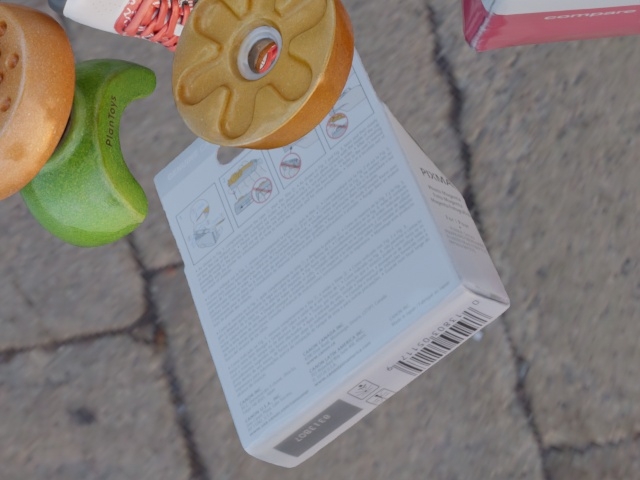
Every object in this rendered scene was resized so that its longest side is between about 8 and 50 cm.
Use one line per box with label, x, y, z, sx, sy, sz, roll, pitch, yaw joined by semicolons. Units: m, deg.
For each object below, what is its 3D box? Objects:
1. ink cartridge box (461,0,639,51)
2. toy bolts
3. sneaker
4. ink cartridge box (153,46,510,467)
ink cartridge box;0.130;-0.234;0.663;0.160;0.385;0.279;-4;87;-1
toy bolts;-0.113;-0.139;0.962;0.218;0.158;0.229;-16;63;33
sneaker;-0.120;-0.202;1.740;0.145;0.270;0.090;43;111;12
ink cartridge box;0.000;0.000;1.262;0.189;0.232;0.066;-39;138;23
